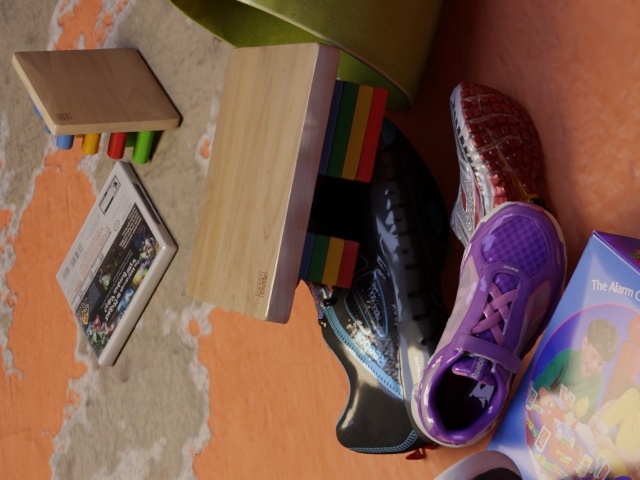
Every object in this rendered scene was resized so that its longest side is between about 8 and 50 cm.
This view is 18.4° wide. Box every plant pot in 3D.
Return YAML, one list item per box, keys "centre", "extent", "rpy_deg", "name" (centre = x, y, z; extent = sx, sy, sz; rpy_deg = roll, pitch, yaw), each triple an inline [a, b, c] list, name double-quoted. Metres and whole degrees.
- centre: [0.029, -0.319, 1.951]
  extent: [0.275, 0.274, 0.294]
  rpy_deg: [19, 81, 53]
  name: "plant pot"

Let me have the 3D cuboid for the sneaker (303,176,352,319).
- centre: [0.000, 0.000, 2.041]
  extent: [0.087, 0.083, 0.221]
  rpy_deg: [-53, 40, 44]
  name: "sneaker"

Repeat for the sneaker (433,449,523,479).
- centre: [0.166, 0.285, 1.642]
  extent: [0.104, 0.296, 0.147]
  rpy_deg: [-34, 57, -7]
  name: "sneaker"

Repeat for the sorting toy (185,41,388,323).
- centre: [-0.031, -0.054, 1.908]
  extent: [0.255, 0.089, 0.257]
  rpy_deg: [-169, 89, -69]
  name: "sorting toy"

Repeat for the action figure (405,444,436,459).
- centre: [0.083, 0.157, 1.937]
  extent: [0.038, 0.030, 0.115]
  rpy_deg: [-48, 45, 43]
  name: "action figure"

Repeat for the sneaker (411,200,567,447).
- centre: [0.147, 0.082, 1.721]
  extent: [0.104, 0.095, 0.236]
  rpy_deg: [-42, -27, -78]
  name: "sneaker"

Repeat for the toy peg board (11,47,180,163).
- centre: [-0.277, -0.156, 2.386]
  extent: [0.161, 0.160, 0.079]
  rpy_deg: [55, 141, 43]
  name: "toy peg board"

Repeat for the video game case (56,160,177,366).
- centre: [-0.252, 0.028, 2.414]
  extent: [0.190, 0.022, 0.173]
  rpy_deg: [-59, 41, 25]
  name: "video game case"

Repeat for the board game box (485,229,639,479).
- centre: [0.298, 0.179, 1.603]
  extent: [0.347, 0.078, 0.233]
  rpy_deg: [46, 119, 47]
  name: "board game box"

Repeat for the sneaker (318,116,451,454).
- centre: [0.052, 0.039, 1.893]
  extent: [0.139, 0.125, 0.341]
  rpy_deg: [-20, 64, 26]
  name: "sneaker"

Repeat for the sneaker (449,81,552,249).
- centre: [0.152, -0.046, 1.838]
  extent: [0.092, 0.088, 0.225]
  rpy_deg: [-34, 56, 46]
  name: "sneaker"
